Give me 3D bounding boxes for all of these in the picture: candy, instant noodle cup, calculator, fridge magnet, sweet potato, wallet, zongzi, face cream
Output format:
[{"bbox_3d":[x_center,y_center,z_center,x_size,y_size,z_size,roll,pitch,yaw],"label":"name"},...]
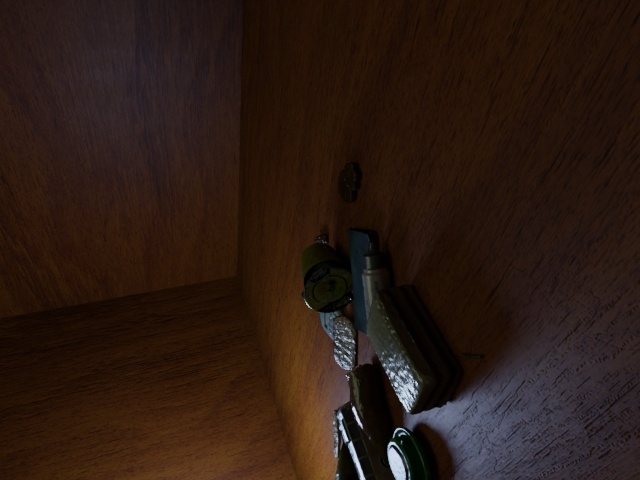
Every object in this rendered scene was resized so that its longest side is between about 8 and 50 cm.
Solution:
[{"bbox_3d":[0.249,0.303,1.383,0.180,0.135,0.321,99,154,-46],"label":"candy"},{"bbox_3d":[0.013,0.131,1.906,0.236,0.215,0.216,-115,23,-55],"label":"instant noodle cup"},{"bbox_3d":[0.051,0.336,2.115,0.295,0.042,0.184,-136,41,-56],"label":"calculator"},{"bbox_3d":[0.279,0.698,1.546,0.208,0.088,0.208,170,90,-71],"label":"fridge magnet"},{"bbox_3d":[0.175,0.614,1.765,0.131,0.131,0.337,143,118,-69],"label":"sweet potato"},{"bbox_3d":[0.157,0.149,1.708,0.190,0.046,0.380,-165,68,-68],"label":"wallet"},{"bbox_3d":[0.148,0.986,2.038,0.286,0.138,0.300,154,123,-63],"label":"zongzi"},{"bbox_3d":[0.183,0.156,1.572,0.092,0.092,0.312,-170,73,-70],"label":"face cream"}]

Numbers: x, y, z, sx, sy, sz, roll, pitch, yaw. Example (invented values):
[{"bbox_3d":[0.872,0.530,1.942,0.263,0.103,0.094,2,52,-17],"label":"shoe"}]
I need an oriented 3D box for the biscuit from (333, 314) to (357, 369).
[{"bbox_3d":[0.099,0.413,1.976,0.118,0.029,0.247,16,118,34],"label":"biscuit"}]

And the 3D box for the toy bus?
[{"bbox_3d":[0.170,0.764,1.819,0.097,0.137,0.343,103,149,-53],"label":"toy bus"}]

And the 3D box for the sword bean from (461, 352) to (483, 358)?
[{"bbox_3d":[0.372,0.284,1.203,0.083,0.012,0.012,154,105,-69],"label":"sword bean"}]

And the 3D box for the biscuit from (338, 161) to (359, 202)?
[{"bbox_3d":[0.102,-0.205,1.730,0.175,0.026,0.124,118,138,-61],"label":"biscuit"}]

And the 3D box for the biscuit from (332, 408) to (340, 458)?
[{"bbox_3d":[0.075,0.883,2.238,0.220,0.033,0.220,180,90,-87],"label":"biscuit"}]

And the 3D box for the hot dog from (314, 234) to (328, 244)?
[{"bbox_3d":[0.000,0.000,2.108,0.122,0.036,0.049,164,100,-69],"label":"hot dog"}]

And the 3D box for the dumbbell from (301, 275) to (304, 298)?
[{"bbox_3d":[-0.047,0.208,2.276,0.082,0.081,0.254,-123,30,-50],"label":"dumbbell"}]
